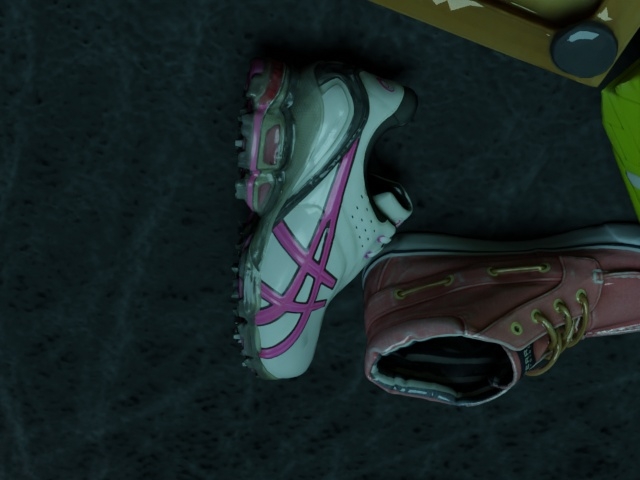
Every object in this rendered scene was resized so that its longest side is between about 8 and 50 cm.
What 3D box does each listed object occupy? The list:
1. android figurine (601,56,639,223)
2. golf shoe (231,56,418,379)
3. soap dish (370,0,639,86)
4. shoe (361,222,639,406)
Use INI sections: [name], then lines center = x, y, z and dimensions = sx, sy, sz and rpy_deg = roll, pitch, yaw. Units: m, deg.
[android figurine]
center = 0.203, 0.011, 0.544
dimensions = 0.056, 0.248, 0.273
rpy_deg = -39, 123, -10
[golf shoe]
center = 0.000, 0.000, 0.663
dimensions = 0.086, 0.067, 0.186
rpy_deg = 5, 131, -1
[soap dish]
center = 0.066, -0.198, 0.454
dimensions = 0.229, 0.118, 0.291
rpy_deg = 20, 131, -12
[shoe]
center = 0.108, 0.040, 0.680
dimensions = 0.178, 0.081, 0.063
rpy_deg = 1, 131, 4
